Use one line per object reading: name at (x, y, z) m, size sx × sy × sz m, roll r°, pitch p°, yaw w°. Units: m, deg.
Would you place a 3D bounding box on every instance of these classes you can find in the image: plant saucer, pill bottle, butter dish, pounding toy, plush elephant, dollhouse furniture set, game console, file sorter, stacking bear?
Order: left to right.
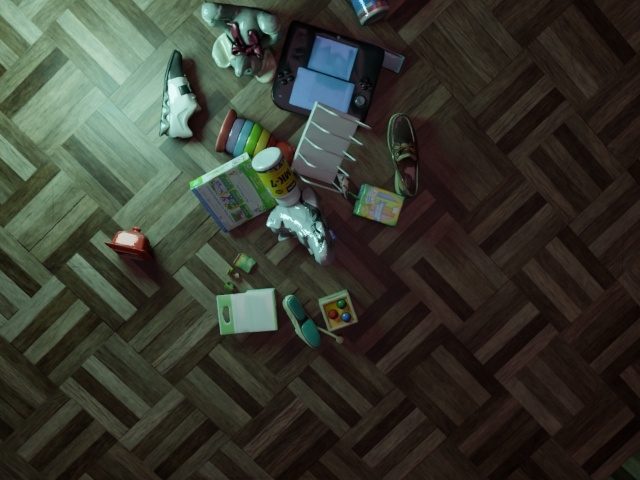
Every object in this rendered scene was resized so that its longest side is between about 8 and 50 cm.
butter dish at (-0.736, 0.003, 1.769) m, size 0.160 × 0.160 × 0.118 m, roll 12°, pitch 72°, yaw -4°
dollhouse furniture set at (-0.334, 0.128, 1.831) m, size 0.076 × 0.058 × 0.151 m, roll 34°, pitch 93°, yaw -6°
plush elephant at (-0.275, -0.717, 1.661) m, size 0.272 × 0.330 × 0.255 m, roll 10°, pitch 118°, yaw -2°
stacking bear at (-0.241, -0.367, 1.740) m, size 0.289 × 0.164 × 0.175 m, roll 21°, pitch 103°, yaw -11°
pill bottle at (-0.159, -0.233, 1.690) m, size 0.119 × 0.119 × 0.208 m, roll -29°, pitch 133°, yaw 1°
game console at (0.025, -0.635, 1.759) m, size 0.387 × 0.060 × 0.342 m, roll 16°, pitch 99°, yaw -5°
file sorter at (0.039, -0.338, 1.685) m, size 0.193 × 0.173 × 0.277 m, roll 14°, pitch 111°, yaw -26°
pounding toy at (0.060, 0.334, 1.853) m, size 0.181 × 0.094 × 0.206 m, roll -19°, pitch 96°, yaw -1°
pill bottle at (0.167, -0.949, 1.709) m, size 0.124 × 0.124 × 0.221 m, roll -25°, pitch 97°, yaw 0°
plant saucer at (0.233, -0.732, 1.789) m, size 0.192 × 0.018 × 0.067 m, roll 22°, pitch 94°, yaw -6°

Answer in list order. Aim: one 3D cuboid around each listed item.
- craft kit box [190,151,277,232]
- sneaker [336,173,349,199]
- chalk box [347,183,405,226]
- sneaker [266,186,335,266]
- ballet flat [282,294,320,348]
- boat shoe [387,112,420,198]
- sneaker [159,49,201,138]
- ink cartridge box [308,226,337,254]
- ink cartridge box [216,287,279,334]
craft kit box at (-0.327, -0.179, 1.735) m, size 0.247 × 0.061 × 0.250 m, roll -26°, pitch 133°, yaw 3°
sneaker at (0.100, -0.218, 1.826) m, size 0.044 × 0.040 × 0.109 m, roll -18°, pitch 101°, yaw -10°
chalk box at (0.206, -0.145, 1.791) m, size 0.213 × 0.132 × 0.132 m, roll 17°, pitch 94°, yaw -4°
sneaker at (-0.077, -0.027, 1.728) m, size 0.210 × 0.137 × 0.365 m, roll -22°, pitch 53°, yaw 8°
ballet flat at (-0.083, 0.336, 1.859) m, size 0.086 × 0.086 × 0.248 m, roll -27°, pitch 96°, yaw 0°
boat shoe at (0.340, -0.336, 1.782) m, size 0.123 × 0.123 × 0.342 m, roll -5°, pitch 96°, yaw -2°
sneaker at (-0.532, -0.554, 1.734) m, size 0.146 × 0.122 × 0.330 m, roll 4°, pitch 95°, yaw -21°
ink cartridge box at (0.000, 0.000, 1.818) m, size 0.122 × 0.088 × 0.052 m, roll -34°, pitch 98°, yaw 1°
ink cartridge box at (-0.296, 0.291, 1.852) m, size 0.235 × 0.056 × 0.171 m, roll -5°, pitch 96°, yaw 1°
